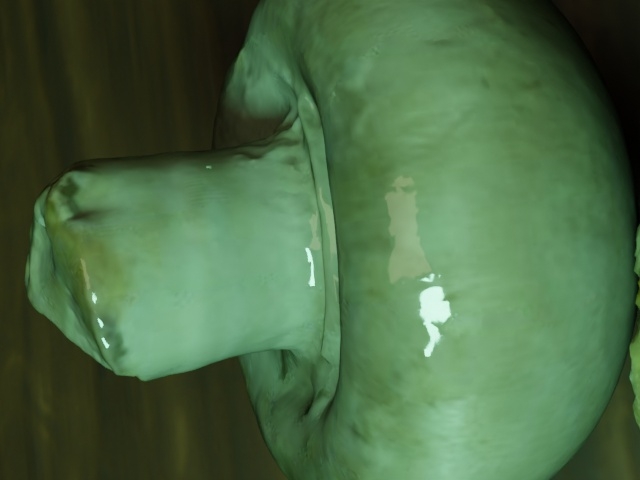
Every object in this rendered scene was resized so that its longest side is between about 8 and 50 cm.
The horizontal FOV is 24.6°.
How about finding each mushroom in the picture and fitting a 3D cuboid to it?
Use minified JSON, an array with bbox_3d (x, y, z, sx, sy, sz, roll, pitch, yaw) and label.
[{"bbox_3d":[0.000,0.000,0.495,0.204,0.204,0.204,-4,82,31],"label":"mushroom"}]

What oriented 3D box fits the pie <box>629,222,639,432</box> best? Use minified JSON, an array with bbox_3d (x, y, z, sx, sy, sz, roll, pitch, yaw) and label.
[{"bbox_3d":[0.182,0.023,0.433,0.084,0.179,0.205,138,123,-70],"label":"pie"}]
